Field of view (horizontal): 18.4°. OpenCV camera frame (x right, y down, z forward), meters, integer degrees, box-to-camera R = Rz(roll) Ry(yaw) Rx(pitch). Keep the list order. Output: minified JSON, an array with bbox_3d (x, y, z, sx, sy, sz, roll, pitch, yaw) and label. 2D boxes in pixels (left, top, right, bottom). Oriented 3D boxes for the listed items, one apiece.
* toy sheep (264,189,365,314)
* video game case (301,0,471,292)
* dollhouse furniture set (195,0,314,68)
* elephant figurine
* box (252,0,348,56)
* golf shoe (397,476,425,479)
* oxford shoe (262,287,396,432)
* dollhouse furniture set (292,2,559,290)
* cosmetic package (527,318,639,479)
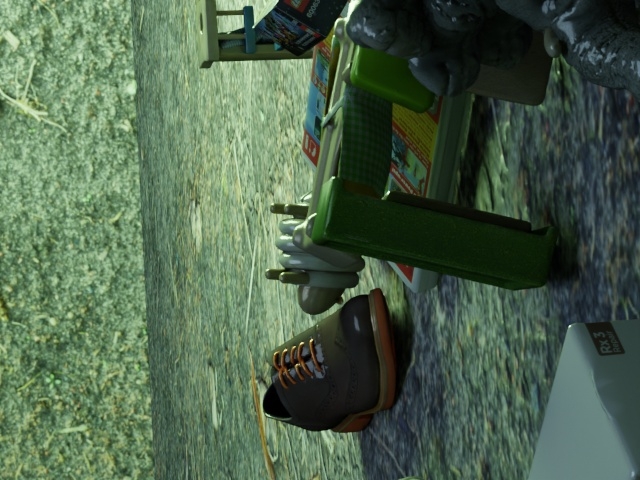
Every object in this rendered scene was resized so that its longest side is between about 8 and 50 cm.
[{"bbox_3d":[0.000,0.000,1.730,0.091,0.091,0.132,-157,72,-76],"label":"toy sheep"},{"bbox_3d":[0.053,-0.126,1.583,0.204,0.025,0.285,52,146,40],"label":"video game case"},{"bbox_3d":[-0.042,-0.240,1.868,0.184,0.129,0.129,168,98,-78],"label":"dollhouse furniture set"},{"bbox_3d":[0.124,-0.177,1.152,0.169,0.186,0.239,-62,18,-14],"label":"elephant figurine"},{"bbox_3d":[0.033,-0.248,1.421,0.233,0.044,0.159,-60,7,-3],"label":"box"},{"bbox_3d":[0.101,0.258,1.544,0.086,0.069,0.176,-46,48,46],"label":"golf shoe"},{"bbox_3d":[0.007,0.120,1.803,0.271,0.098,0.097,112,152,-63],"label":"oxford shoe"},{"bbox_3d":[0.079,-0.073,1.422,0.301,0.151,0.197,154,128,-84],"label":"dollhouse furniture set"},{"bbox_3d":[0.171,0.164,1.113,0.117,0.085,0.231,-107,20,-45],"label":"cosmetic package"}]
